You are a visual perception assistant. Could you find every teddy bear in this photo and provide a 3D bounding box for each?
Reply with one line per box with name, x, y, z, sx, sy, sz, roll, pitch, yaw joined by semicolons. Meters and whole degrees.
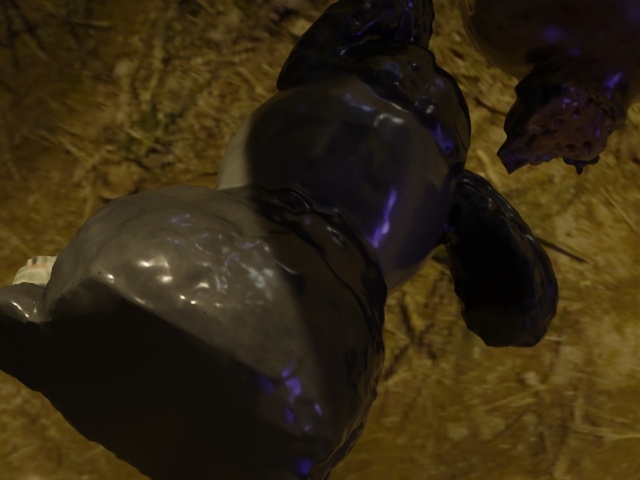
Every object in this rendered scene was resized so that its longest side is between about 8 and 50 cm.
teddy bear;0.001;0.016;0.649;0.171;0.251;0.144;45;142;7

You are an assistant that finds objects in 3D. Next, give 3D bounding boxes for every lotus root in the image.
lotus root;0.144;-0.166;0.823;0.140;0.154;0.257;-14;66;30
